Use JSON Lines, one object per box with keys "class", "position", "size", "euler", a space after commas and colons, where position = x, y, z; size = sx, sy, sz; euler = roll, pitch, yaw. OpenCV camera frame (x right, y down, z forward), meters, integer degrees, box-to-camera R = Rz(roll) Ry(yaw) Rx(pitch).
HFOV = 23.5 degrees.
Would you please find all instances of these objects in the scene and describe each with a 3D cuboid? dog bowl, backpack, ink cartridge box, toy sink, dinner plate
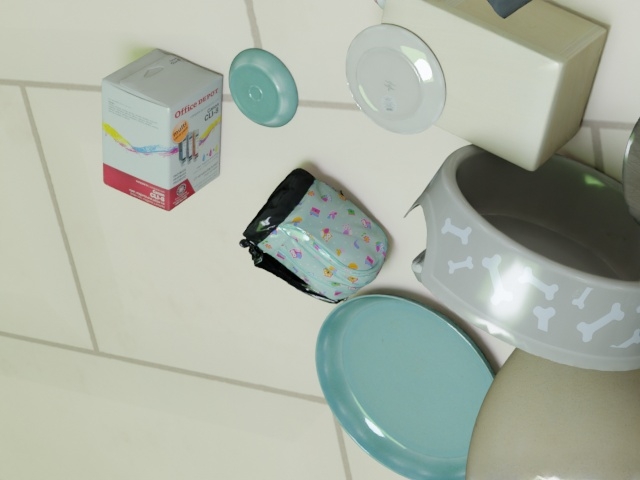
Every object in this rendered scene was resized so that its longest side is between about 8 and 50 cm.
{"class": "dog bowl", "position": [0.269, 0.005, 1.786], "size": [0.348, 0.349, 0.102], "euler": [31, 120, 20]}
{"class": "backpack", "position": [0.000, 0.000, 2.127], "size": [0.182, 0.152, 0.115], "euler": [41, 145, -6]}
{"class": "ink cartridge box", "position": [-0.228, -0.161, 2.213], "size": [0.127, 0.128, 0.176], "euler": [23, 130, 26]}
{"class": "toy sink", "position": [0.199, -0.215, 1.836], "size": [0.234, 0.131, 0.153], "euler": [27, 130, 22]}
{"class": "dinner plate", "position": [0.085, -0.189, 1.839], "size": [0.141, 0.017, 0.141], "euler": [21, 129, 28]}

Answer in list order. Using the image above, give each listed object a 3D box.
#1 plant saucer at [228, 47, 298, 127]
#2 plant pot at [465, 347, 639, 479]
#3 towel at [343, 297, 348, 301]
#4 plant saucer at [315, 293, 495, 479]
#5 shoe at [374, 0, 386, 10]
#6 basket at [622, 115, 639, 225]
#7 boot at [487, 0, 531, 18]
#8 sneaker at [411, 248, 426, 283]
{"class": "plant saucer", "position": [-0.086, -0.208, 2.146], "size": [0.119, 0.021, 0.119], "euler": [20, 127, 29]}
{"class": "plant pot", "position": [0.324, 0.215, 1.946], "size": [0.284, 0.284, 0.191], "euler": [-10, 74, 42]}
{"class": "towel", "position": [0.015, 0.051, 2.210], "size": [0.083, 0.060, 0.009], "euler": [18, 163, 28]}
{"class": "plant saucer", "position": [0.134, 0.209, 2.221], "size": [0.317, 0.043, 0.318], "euler": [19, 127, 28]}
{"class": "shoe", "position": [0.048, -0.367, 1.912], "size": [0.081, 0.063, 0.178], "euler": [-4, 109, 42]}
{"class": "basket", "position": [0.463, -0.043, 1.658], "size": [0.227, 0.154, 0.204], "euler": [35, 165, 45]}
{"class": "boot", "position": [0.337, -0.317, 1.361], "size": [0.445, 0.146, 0.367], "euler": [-23, 74, 14]}
{"class": "sneaker", "position": [0.243, 0.066, 1.997], "size": [0.281, 0.105, 0.115], "euler": [10, 122, 34]}
